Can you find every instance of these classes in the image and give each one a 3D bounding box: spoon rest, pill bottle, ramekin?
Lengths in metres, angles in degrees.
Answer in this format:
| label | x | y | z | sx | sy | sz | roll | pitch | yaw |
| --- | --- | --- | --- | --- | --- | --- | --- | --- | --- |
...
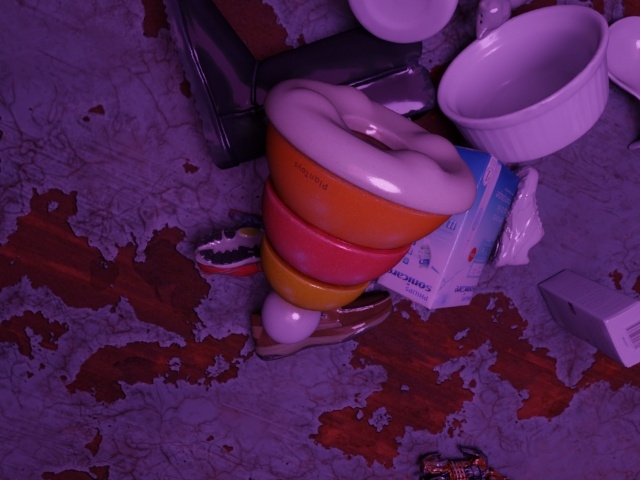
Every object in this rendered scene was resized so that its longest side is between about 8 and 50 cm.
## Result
| label | x | y | z | sx | sy | sz | roll | pitch | yaw |
| --- | --- | --- | --- | --- | --- | --- | --- | --- | --- |
| spoon rest | 0.676 | -0.334 | 0.885 | 0.137 | 0.084 | 0.276 | -24 | 101 | 1 |
| pill bottle | 0.180 | -0.530 | 0.722 | 0.188 | 0.188 | 0.333 | 24 | 71 | -7 |
| ramekin | 0.370 | -0.275 | 0.763 | 0.277 | 0.277 | 0.135 | -44 | 128 | 5 |

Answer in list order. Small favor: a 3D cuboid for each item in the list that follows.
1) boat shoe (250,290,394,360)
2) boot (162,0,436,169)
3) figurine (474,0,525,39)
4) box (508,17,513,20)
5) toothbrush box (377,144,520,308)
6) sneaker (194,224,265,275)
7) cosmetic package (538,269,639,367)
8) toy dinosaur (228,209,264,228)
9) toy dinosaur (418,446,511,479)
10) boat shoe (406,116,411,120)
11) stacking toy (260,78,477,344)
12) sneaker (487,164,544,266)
| label | x | y | z | sx | sy | sz | roll | pitch | yaw |
| --- | --- | --- | --- | --- | --- | --- | --- | --- | --- |
| boat shoe | -0.004 | 0.163 | 0.918 | 0.324 | 0.122 | 0.119 | -18 | 95 | 0 |
| boot | -0.031 | -0.364 | 0.805 | 0.446 | 0.146 | 0.366 | -14 | 109 | 2 |
| figurine | 0.331 | -0.497 | 0.747 | 0.209 | 0.092 | 0.214 | -50 | 144 | -31 |
| box | 0.462 | -0.370 | 0.889 | 0.114 | 0.036 | 0.206 | -13 | 101 | -1 |
| toothbrush box | 0.263 | -0.022 | 0.841 | 0.126 | 0.216 | 0.295 | 27 | 101 | 37 |
| sneaker | -0.128 | 0.027 | 0.902 | 0.279 | 0.118 | 0.107 | 0 | 63 | -21 |
| cosmetic package | 0.581 | 0.156 | 0.891 | 0.086 | 0.231 | 0.117 | -30 | 100 | 2 |
| toy dinosaur | -0.159 | -0.047 | 0.922 | 0.082 | 0.047 | 0.090 | 43 | 62 | -1 |
| toy dinosaur | 0.393 | 0.632 | 1.017 | 0.322 | 0.164 | 0.218 | 15 | 83 | 15 |
| boat shoe | 0.170 | -0.127 | 0.872 | 0.079 | 0.095 | 0.254 | -4 | 127 | 13 |
| stacking toy | 0.000 | 0.000 | 0.737 | 0.351 | 0.350 | 0.479 | 24 | 120 | -7 |
| sneaker | 0.447 | -0.050 | 0.930 | 0.115 | 0.090 | 0.232 | 5 | 109 | -11 |
